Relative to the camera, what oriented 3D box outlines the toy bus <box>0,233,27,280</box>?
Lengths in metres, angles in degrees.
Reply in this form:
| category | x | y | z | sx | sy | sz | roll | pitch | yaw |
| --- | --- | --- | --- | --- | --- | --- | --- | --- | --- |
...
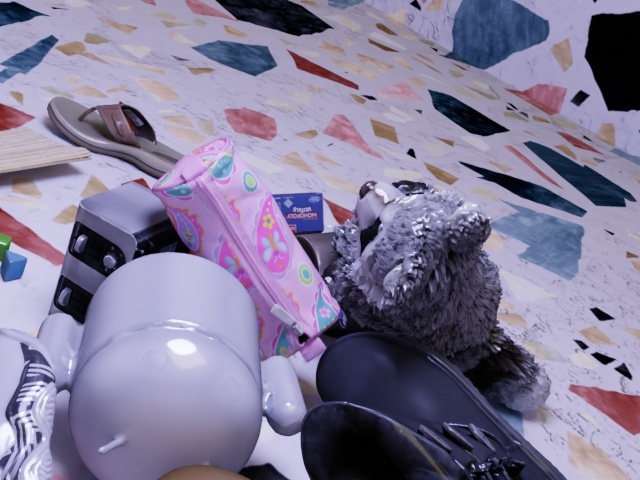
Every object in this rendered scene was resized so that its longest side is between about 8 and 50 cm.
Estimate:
| category | x | y | z | sx | sy | sz | roll | pitch | yaw |
| --- | --- | --- | --- | --- | --- | --- | --- | --- | --- |
| toy bus | -0.472 | -0.021 | 1.643 | 0.202 | 0.104 | 0.191 | 26 | 23 | 8 |

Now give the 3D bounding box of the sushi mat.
| category | x | y | z | sx | sy | sz | roll | pitch | yaw |
| --- | --- | --- | --- | --- | --- | --- | --- | --- | --- |
| sushi mat | -0.491 | -0.127 | 1.935 | 0.151 | 0.019 | 0.316 | 18 | 19 | 29 |

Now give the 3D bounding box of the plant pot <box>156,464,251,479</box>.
| category | x | y | z | sx | sy | sz | roll | pitch | yaw |
| --- | --- | --- | --- | --- | --- | --- | --- | --- | --- |
| plant pot | -0.099 | 0.302 | 1.163 | 0.237 | 0.237 | 0.254 | 16 | 9 | -13 |

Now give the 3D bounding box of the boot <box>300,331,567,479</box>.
| category | x | y | z | sx | sy | sz | roll | pitch | yaw |
| --- | --- | --- | --- | --- | --- | --- | --- | --- | --- |
| boot | 0.074 | 0.215 | 1.404 | 0.367 | 0.146 | 0.445 | 32 | 9 | 22 |

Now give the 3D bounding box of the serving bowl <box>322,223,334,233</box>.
| category | x | y | z | sx | sy | sz | roll | pitch | yaw |
| --- | --- | --- | --- | --- | --- | --- | --- | --- | --- |
| serving bowl | 0.000 | 0.000 | 2.110 | 0.083 | 0.027 | 0.083 | 19 | 23 | -9 |

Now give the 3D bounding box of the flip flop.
| category | x | y | z | sx | sy | sz | roll | pitch | yaw |
| --- | --- | --- | --- | --- | --- | --- | --- | --- | --- |
| flip flop | -0.310 | -0.175 | 2.153 | 0.277 | 0.080 | 0.112 | 25 | 23 | 7 |

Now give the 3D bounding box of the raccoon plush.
| category | x | y | z | sx | sy | sz | roll | pitch | yaw |
| --- | --- | --- | --- | --- | --- | --- | --- | --- | --- |
| raccoon plush | 0.202 | 0.072 | 1.687 | 0.446 | 0.216 | 0.299 | 30 | -3 | -18 |

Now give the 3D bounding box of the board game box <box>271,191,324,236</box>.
| category | x | y | z | sx | sy | sz | roll | pitch | yaw |
| --- | --- | --- | --- | --- | --- | --- | --- | --- | --- |
| board game box | -0.082 | -0.028 | 1.982 | 0.194 | 0.060 | 0.194 | -2 | -6 | 6 |

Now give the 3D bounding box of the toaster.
| category | x | y | z | sx | sy | sz | roll | pitch | yaw |
| --- | --- | --- | --- | --- | --- | --- | --- | --- | --- |
| toaster | -0.241 | 0.026 | 1.662 | 0.110 | 0.168 | 0.186 | 28 | 24 | 17 |

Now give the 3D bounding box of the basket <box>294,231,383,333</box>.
| category | x | y | z | sx | sy | sz | roll | pitch | yaw |
| --- | --- | --- | --- | --- | --- | --- | --- | --- | --- |
| basket | 0.064 | 0.060 | 1.890 | 0.227 | 0.154 | 0.204 | 1 | 45 | -31 |

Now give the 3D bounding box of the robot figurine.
| category | x | y | z | sx | sy | sz | roll | pitch | yaw |
| --- | --- | --- | --- | --- | --- | --- | --- | --- | --- |
| robot figurine | -0.162 | 0.146 | 1.428 | 0.300 | 0.200 | 0.353 | 8 | 25 | -7 |

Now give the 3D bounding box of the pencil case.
| category | x | y | z | sx | sy | sz | roll | pitch | yaw |
| --- | --- | --- | --- | --- | --- | --- | --- | --- | --- |
| pencil case | -0.086 | 0.016 | 1.615 | 0.284 | 0.124 | 0.124 | 58 | 17 | -16 |

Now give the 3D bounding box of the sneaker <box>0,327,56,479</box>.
| category | x | y | z | sx | sy | sz | roll | pitch | yaw |
| --- | --- | --- | --- | --- | --- | --- | --- | --- | --- |
| sneaker | -0.356 | 0.197 | 1.197 | 0.210 | 0.137 | 0.366 | 14 | 34 | -20 |
